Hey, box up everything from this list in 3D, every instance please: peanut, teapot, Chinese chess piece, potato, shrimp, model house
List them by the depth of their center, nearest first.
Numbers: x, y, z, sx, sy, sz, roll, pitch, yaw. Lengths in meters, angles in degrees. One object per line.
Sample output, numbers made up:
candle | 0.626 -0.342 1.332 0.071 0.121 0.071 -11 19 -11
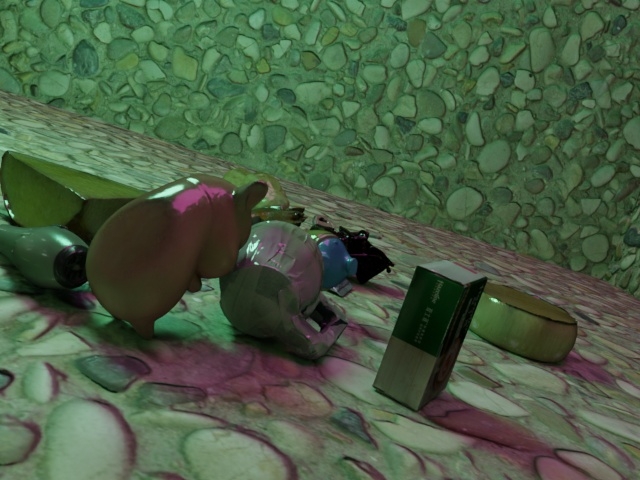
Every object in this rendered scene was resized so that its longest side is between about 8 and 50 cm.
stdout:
teapot | -0.072 0.094 0.960 0.163 0.222 0.178 -19 15 14
potato | -0.430 -0.059 1.161 0.269 0.112 0.255 29 10 33
Chinese chess piece | 0.461 0.185 1.427 0.257 0.104 0.257 17 9 -3
model house | 0.076 0.018 1.531 0.164 0.141 0.203 -9 25 -22
shrimp | -0.176 -0.067 1.711 0.317 0.077 0.168 -2 21 -39
peanut | -0.209 -0.144 1.911 0.152 0.152 0.313 10 11 -38

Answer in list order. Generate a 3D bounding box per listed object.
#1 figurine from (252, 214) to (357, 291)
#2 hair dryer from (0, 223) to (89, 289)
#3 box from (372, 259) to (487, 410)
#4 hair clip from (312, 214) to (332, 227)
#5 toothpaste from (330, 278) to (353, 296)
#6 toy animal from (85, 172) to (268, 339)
figurine | -0.074 0.033 1.158 0.261 0.154 0.180 9 28 35
hair dryer | -0.378 0.030 0.942 0.229 0.093 0.267 16 -5 21
box | 0.164 0.133 0.906 0.081 0.199 0.135 26 14 26
hair clip | -0.006 0.008 1.773 0.123 0.102 0.138 6 48 -43
toothpaste | -0.064 0.042 1.403 0.299 0.073 0.114 28 12 11
toy animal | -0.198 0.001 0.828 0.166 0.154 0.250 26 53 29
